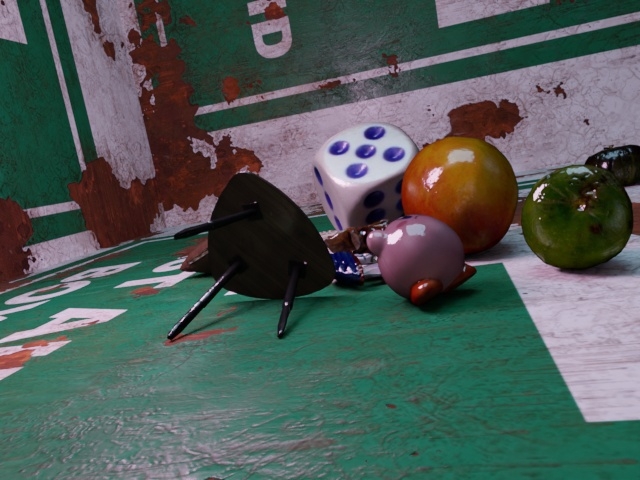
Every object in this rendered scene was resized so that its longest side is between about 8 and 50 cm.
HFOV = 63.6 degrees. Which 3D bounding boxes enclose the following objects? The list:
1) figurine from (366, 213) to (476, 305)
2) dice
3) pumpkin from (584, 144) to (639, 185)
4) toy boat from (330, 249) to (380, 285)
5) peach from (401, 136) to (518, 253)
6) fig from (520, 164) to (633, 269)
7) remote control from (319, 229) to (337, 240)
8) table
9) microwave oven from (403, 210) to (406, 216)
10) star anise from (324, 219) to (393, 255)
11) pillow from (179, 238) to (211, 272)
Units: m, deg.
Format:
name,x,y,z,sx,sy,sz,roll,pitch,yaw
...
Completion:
name,x,y,z,sx,sy,sz,roll,pitch,yaw
figurine,0.190,0.029,0.992,0.173,0.173,0.173,-10,9,2
dice,0.161,-0.192,1.707,0.304,0.276,0.304,-23,47,-10
pumpkin,1.138,-0.290,1.985,0.238,0.159,0.238,-15,8,2
toy boat,0.151,0.067,1.209,0.318,0.071,0.219,4,11,22
peach,0.351,-0.105,1.301,0.308,0.307,0.332,-10,40,4
fig,0.520,-0.031,1.034,0.203,0.203,0.235,-4,-14,35
remote control,0.000,-0.001,1.793,0.230,0.049,0.090,-12,9,-13
table,-0.176,0.077,1.053,0.317,0.317,0.249,-6,24,24
microwave oven,0.383,-0.078,1.596,0.205,0.129,0.163,-14,10,-26
star anise,0.125,0.000,1.526,0.220,0.098,0.214,-12,-6,18
pillow,-0.252,0.012,1.653,0.308,0.108,0.305,-29,-8,41
